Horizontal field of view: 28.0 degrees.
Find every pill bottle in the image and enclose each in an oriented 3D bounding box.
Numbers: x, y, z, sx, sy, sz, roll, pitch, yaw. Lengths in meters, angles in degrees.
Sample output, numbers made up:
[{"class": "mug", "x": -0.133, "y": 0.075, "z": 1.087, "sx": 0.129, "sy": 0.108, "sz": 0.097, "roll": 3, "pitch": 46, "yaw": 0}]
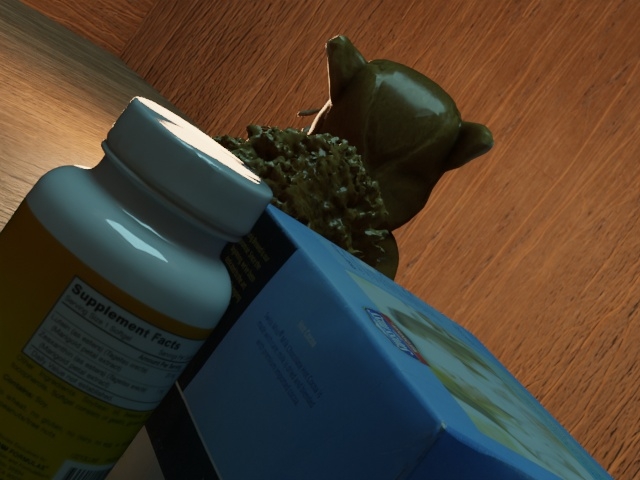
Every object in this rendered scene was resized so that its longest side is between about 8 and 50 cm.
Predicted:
[{"class": "pill bottle", "x": -0.140, "y": 0.042, "z": 0.767, "sx": 0.136, "sy": 0.245, "sz": 0.136, "roll": 36, "pitch": 7, "yaw": -5}]

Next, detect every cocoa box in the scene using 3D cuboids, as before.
[{"class": "cocoa box", "x": 0.027, "y": 0.167, "z": 0.826, "sx": 0.231, "sy": 0.228, "sz": 0.347, "roll": 33, "pitch": 8, "yaw": -27}]

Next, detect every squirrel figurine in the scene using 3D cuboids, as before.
[{"class": "squirrel figurine", "x": 0.000, "y": 0.000, "z": 1.218, "sx": 0.281, "sy": 0.370, "sz": 0.397, "roll": 37, "pitch": 7, "yaw": 4}]
